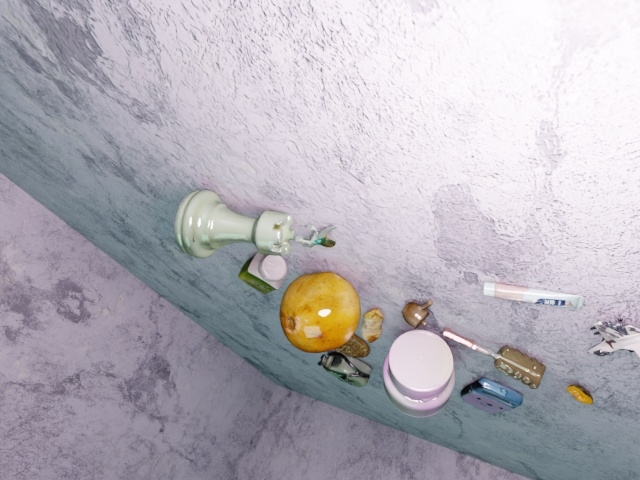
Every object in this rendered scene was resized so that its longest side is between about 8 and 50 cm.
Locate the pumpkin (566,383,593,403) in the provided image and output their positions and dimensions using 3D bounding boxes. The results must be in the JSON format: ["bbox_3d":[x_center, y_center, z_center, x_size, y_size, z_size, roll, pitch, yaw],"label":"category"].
[{"bbox_3d":[0.785,0.457,1.314,0.083,0.028,0.050,39,150,-6],"label":"pumpkin"}]

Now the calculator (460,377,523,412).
[{"bbox_3d":[0.646,0.595,1.657,0.173,0.051,0.293,23,153,10],"label":"calculator"}]

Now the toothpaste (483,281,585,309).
[{"bbox_3d":[0.482,0.125,0.993,0.205,0.036,0.056,7,148,26],"label":"toothpaste"}]

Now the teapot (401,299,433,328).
[{"bbox_3d":[0.297,0.205,1.290,0.080,0.085,0.110,40,129,24],"label":"teapot"}]

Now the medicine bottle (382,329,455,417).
[{"bbox_3d":[0.330,0.448,1.466,0.241,0.241,0.302,16,152,20],"label":"medicine bottle"}]

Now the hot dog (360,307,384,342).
[{"bbox_3d":[0.180,0.284,1.509,0.078,0.061,0.169,-3,132,-10],"label":"hot dog"}]

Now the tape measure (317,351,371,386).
[{"bbox_3d":[0.121,0.628,2.118,0.235,0.115,0.207,30,155,-6],"label":"tape measure"}]

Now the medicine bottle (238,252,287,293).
[{"bbox_3d":[-0.191,0.110,1.503,0.132,0.088,0.188,34,153,-14],"label":"medicine bottle"}]

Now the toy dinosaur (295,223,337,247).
[{"bbox_3d":[0.001,-0.004,1.193,0.187,0.044,0.106,-15,147,36],"label":"toy dinosaur"}]

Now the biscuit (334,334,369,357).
[{"bbox_3d":[0.072,0.438,1.906,0.305,0.038,0.305,21,153,11],"label":"biscuit"}]

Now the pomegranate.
[{"bbox_3d":[0.002,0.214,1.354,0.264,0.264,0.264,21,153,11],"label":"pomegranate"}]

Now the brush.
[{"bbox_3d":[0.511,0.336,1.299,0.301,0.084,0.071,26,155,15],"label":"brush"}]

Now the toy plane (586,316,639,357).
[{"bbox_3d":[0.660,0.219,0.955,0.160,0.082,0.234,27,172,9],"label":"toy plane"}]

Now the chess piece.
[{"bbox_3d":[-0.227,-0.033,1.201,0.299,0.195,0.195,7,148,17],"label":"chess piece"}]
